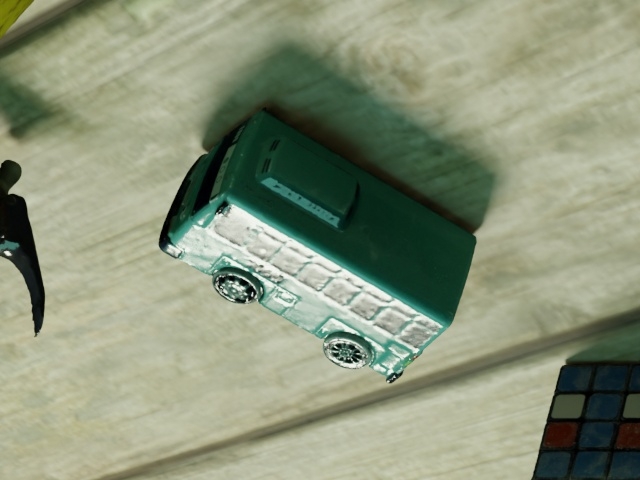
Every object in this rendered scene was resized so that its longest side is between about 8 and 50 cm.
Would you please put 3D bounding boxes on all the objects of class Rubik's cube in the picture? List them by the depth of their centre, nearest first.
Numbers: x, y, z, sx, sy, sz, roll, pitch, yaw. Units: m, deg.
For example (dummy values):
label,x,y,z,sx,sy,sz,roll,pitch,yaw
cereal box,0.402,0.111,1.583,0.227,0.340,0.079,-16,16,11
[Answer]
label,x,y,z,sx,sy,sz,roll,pitch,yaw
Rubik's cube,0.187,0.135,1.145,0.092,0.092,0.092,-2,134,26

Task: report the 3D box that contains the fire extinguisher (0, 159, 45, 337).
label,x,y,z,sx,sy,sz,roll,pitch,yaw
fire extinguisher,-0.300,-0.053,1.115,0.344,0.138,0.102,27,142,-5

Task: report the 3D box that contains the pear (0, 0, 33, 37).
label,x,y,z,sx,sy,sz,roll,pitch,yaw
pear,-0.219,-0.200,0.830,0.294,0.294,0.294,12,138,11

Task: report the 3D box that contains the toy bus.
label,x,y,z,sx,sy,sz,roll,pitch,yaw
toy bus,0.000,0.000,1.089,0.160,0.079,0.092,30,139,-11
